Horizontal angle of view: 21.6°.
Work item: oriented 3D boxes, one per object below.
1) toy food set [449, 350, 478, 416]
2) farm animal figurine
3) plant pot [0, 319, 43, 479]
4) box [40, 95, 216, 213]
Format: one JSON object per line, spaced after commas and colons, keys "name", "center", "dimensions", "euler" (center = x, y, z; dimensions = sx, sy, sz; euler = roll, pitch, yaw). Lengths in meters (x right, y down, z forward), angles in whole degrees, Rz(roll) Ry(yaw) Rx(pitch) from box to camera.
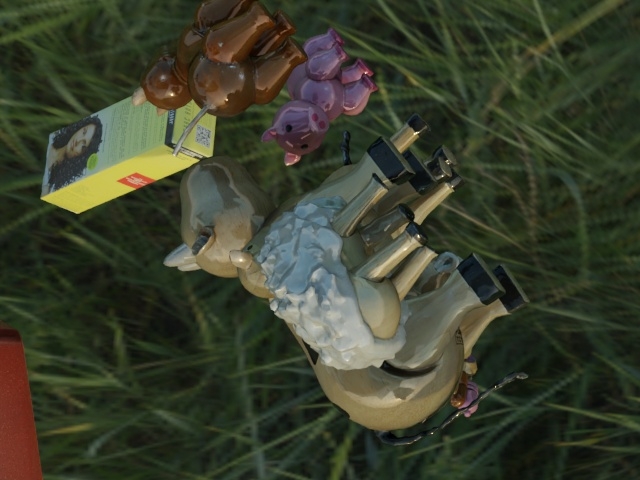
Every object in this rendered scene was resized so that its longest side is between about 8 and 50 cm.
{"name": "toy food set", "center": [0.130, 0.124, 1.552], "dimensions": [0.019, 0.122, 0.077], "euler": [-7, 81, 15]}
{"name": "farm animal figurine", "center": [0.000, 0.000, 1.115], "dimensions": [0.172, 0.330, 0.326], "euler": [-40, 56, 12]}
{"name": "plant pot", "center": [-0.438, 0.191, 1.771], "dimensions": [0.236, 0.267, 0.267], "euler": [-11, 100, -25]}
{"name": "box", "center": [-0.210, -0.102, 1.821], "dimensions": [0.232, 0.058, 0.087], "euler": [-20, 57, 41]}
